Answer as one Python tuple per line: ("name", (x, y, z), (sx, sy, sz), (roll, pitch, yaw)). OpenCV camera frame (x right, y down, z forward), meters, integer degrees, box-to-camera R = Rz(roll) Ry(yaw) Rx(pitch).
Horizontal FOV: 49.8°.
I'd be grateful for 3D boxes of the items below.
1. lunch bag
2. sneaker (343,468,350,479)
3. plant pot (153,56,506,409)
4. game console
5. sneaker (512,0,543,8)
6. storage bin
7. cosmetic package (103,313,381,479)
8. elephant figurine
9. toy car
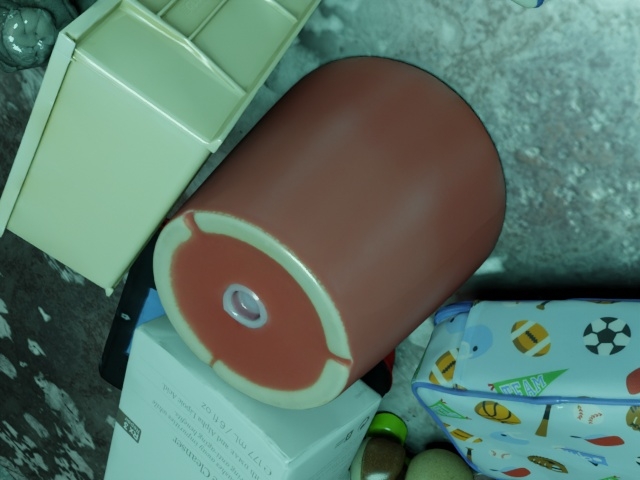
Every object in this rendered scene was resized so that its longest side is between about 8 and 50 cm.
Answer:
("lunch bag", (0.245, 0.157, 0.634), (0.303, 0.115, 0.243), (-2, 141, 39))
("sneaker", (-0.099, 0.323, 0.906), (0.290, 0.123, 0.106), (11, 156, 22))
("plant pot", (0.000, 0.000, 0.628), (0.274, 0.243, 0.275), (20, 130, 25))
("game console", (-0.115, 0.166, 0.907), (0.341, 0.060, 0.387), (27, 136, -6))
("sneaker", (0.214, -0.249, 0.404), (0.296, 0.112, 0.131), (-16, 128, 44))
("storage bin", (-0.139, -0.123, 0.615), (0.123, 0.260, 0.262), (35, 138, -12))
("cosmetic package", (-0.111, 0.269, 0.755), (0.217, 0.156, 0.385), (34, 122, 26))
("elephant figurine", (-0.290, -0.306, 0.708), (0.169, 0.185, 0.240), (-129, 27, -70))
("toy car", (0.137, 0.309, 0.834), (0.188, 0.155, 0.149), (-5, 118, 25))
